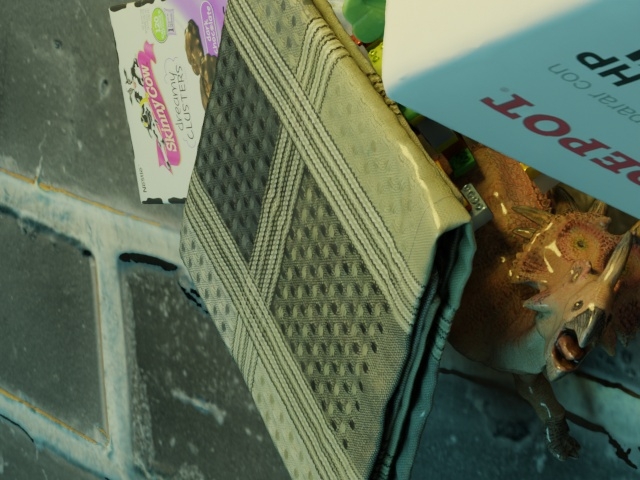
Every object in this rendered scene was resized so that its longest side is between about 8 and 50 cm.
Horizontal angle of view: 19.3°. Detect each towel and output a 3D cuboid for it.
[{"bbox_3d":[0.000,0.000,1.200,0.312,0.056,0.324,105,148,-41],"label":"towel"}]

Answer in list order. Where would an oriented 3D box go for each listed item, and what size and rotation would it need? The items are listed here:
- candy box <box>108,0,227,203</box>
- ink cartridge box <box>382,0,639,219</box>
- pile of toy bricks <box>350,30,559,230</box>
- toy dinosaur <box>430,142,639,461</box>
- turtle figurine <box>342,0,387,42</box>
[{"bbox_3d":[-0.075,-0.113,1.452,0.196,0.070,0.165,0,102,54],"label":"candy box"},{"bbox_3d":[0.258,-0.128,0.722,0.395,0.285,0.166,-18,57,47],"label":"ink cartridge box"},{"bbox_3d":[0.057,-0.093,1.173,0.105,0.118,0.212,49,-171,-33],"label":"pile of toy bricks"},{"bbox_3d":[0.120,0.005,1.188,0.295,0.127,0.200,61,137,41],"label":"toy dinosaur"},{"bbox_3d":[0.076,-0.167,1.093,0.275,0.266,0.198,-26,121,25],"label":"turtle figurine"}]
